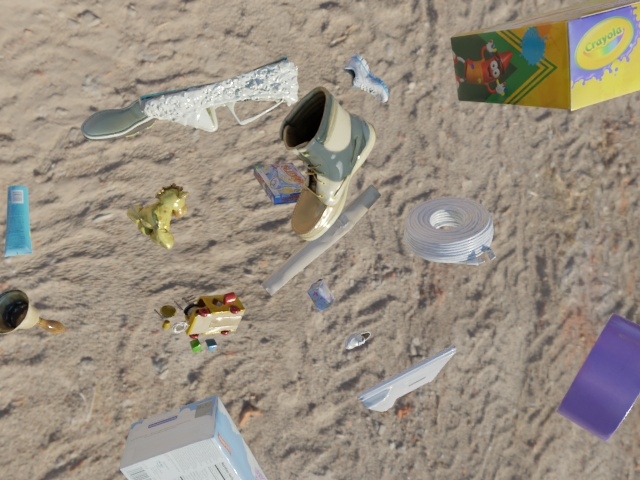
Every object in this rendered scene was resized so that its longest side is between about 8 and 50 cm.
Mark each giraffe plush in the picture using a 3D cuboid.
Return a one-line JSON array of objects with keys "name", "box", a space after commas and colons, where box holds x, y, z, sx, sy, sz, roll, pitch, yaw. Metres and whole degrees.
[{"name": "giraffe plush", "box": [-0.507, -0.101, 1.580, 0.181, 0.210, 0.170, 34, 65, 15]}]

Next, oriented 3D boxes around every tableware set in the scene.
[{"name": "tableware set", "box": [-0.406, 0.219, 1.448, 0.154, 0.104, 0.024, -21, 143, -50]}]

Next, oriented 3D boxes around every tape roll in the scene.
[{"name": "tape roll", "box": [0.462, 0.216, 0.783, 0.189, 0.080, 0.189, -35, 140, -36]}]

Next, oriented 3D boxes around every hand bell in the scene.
[{"name": "hand bell", "box": [-0.832, 0.240, 1.444, 0.242, 0.126, 0.126, 65, 46, -64]}]

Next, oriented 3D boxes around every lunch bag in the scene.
[{"name": "lunch bag", "box": [0.003, 0.155, 1.403, 0.071, 0.053, 0.083, 59, 22, -10]}]

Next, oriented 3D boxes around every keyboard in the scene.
[{"name": "keyboard", "box": [0.075, 0.127, 0.430, 0.072, 0.256, 0.014, -32, 69, -3]}]

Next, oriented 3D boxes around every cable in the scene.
[{"name": "cable", "box": [0.371, -0.035, 1.434, 0.257, 0.257, 0.089, -75, 157, -52]}]

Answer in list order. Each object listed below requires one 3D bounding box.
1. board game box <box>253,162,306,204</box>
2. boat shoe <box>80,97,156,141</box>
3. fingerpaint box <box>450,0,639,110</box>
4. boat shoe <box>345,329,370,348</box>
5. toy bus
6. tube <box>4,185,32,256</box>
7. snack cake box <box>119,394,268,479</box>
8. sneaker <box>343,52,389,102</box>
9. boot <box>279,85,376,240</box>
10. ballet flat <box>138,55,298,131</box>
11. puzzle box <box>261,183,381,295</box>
[{"name": "board game box", "box": [-0.115, -0.180, 1.528, 0.136, 0.201, 0.035, -9, 127, -24]}, {"name": "boat shoe", "box": [-0.515, -0.304, 1.277, 0.081, 0.068, 0.227, 50, 52, 3]}, {"name": "fingerpaint box", "box": [0.573, -0.413, 1.036, 0.444, 0.371, 0.163, -19, 112, -12]}, {"name": "boat shoe", "box": [0.105, 0.273, 1.352, 0.100, 0.035, 0.035, -14, 96, -52]}, {"name": "toy bus", "box": [-0.325, 0.210, 1.412, 0.191, 0.104, 0.202, -33, 142, -11]}, {"name": "tube", "box": [-0.893, -0.058, 1.444, 0.080, 0.052, 0.207, -8, 78, 4]}, {"name": "snack cake box", "box": [-0.185, 0.393, 0.798, 0.152, 0.089, 0.264, -19, 117, 1]}, {"name": "sneaker", "box": [0.147, -0.526, 1.638, 0.191, 0.071, 0.083, 46, 72, -6]}, {"name": "boot", "box": [-0.014, -0.130, 0.891, 0.262, 0.095, 0.203, -59, 152, 9]}, {"name": "ballet flat", "box": [-0.242, -0.346, 1.224, 0.408, 0.147, 0.147, -17, 96, -5]}, {"name": "puzzle box", "box": [0.000, 0.000, 1.559, 0.052, 0.409, 0.272, 48, 39, -2]}]
